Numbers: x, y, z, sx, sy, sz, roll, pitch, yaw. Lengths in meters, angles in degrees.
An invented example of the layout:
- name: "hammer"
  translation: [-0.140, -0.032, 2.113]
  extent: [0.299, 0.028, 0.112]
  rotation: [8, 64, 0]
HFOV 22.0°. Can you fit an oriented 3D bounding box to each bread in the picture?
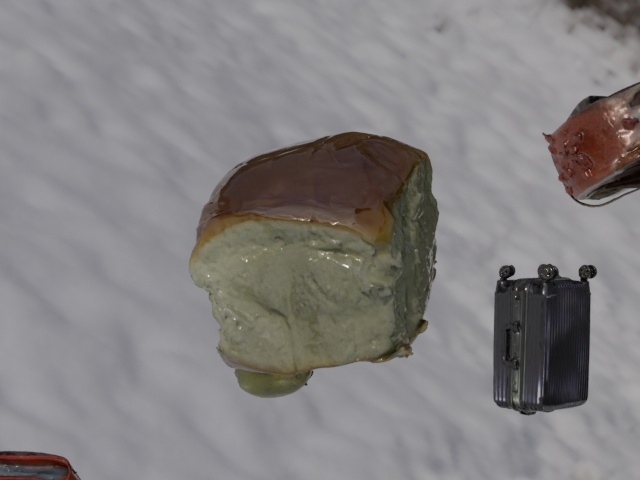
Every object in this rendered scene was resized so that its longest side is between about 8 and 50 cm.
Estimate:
- name: "bread"
  translation: [0.396, -0.123, 2.075]
  extent: [0.212, 0.224, 0.142]
  rotation: [-4, 68, -65]
- name: "bread"
  translation: [0.000, 0.000, 1.870]
  extent: [0.250, 0.225, 0.279]
  rotation: [-5, 25, 17]

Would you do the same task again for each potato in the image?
- name: "potato"
  translation: [-0.074, 0.156, 2.279]
  extent: [0.188, 0.105, 0.085]
  rotation: [-118, -173, -63]

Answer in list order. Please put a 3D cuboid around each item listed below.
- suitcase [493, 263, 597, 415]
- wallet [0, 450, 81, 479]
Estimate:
- name: "suitcase"
  translation: [0.187, 0.083, 1.380]
  extent: [0.059, 0.126, 0.086]
  rotation: [2, 1, 40]
- name: "wallet"
  translation: [-0.291, 0.291, 1.735]
  extent: [0.142, 0.045, 0.204]
  rotation: [0, -37, 19]
